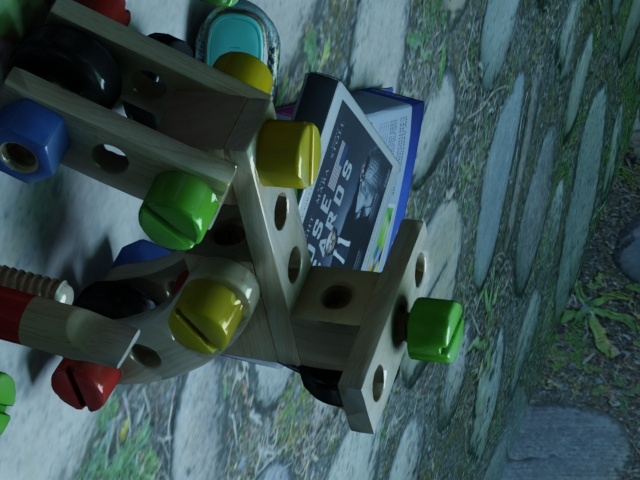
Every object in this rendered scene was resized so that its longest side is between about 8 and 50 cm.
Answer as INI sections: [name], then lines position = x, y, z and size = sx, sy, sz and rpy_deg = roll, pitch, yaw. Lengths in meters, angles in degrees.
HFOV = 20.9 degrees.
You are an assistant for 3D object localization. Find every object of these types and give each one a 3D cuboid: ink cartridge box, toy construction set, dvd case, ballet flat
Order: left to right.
[toy construction set]
position = -0.055, 0.011, 0.897
size = 0.309, 0.237, 0.257
rpy_deg = -42, 143, -60
[ballet flat]
position = -0.057, -0.065, 1.134
size = 0.070, 0.070, 0.188
rpy_deg = -33, 138, -66
[dvd case]
position = 0.000, 0.000, 1.205
size = 0.238, 0.029, 0.179
rpy_deg = 42, 65, -74
[ink cartridge box]
position = 0.014, -0.022, 1.395
size = 0.311, 0.065, 0.186
rpy_deg = -28, 130, -70
